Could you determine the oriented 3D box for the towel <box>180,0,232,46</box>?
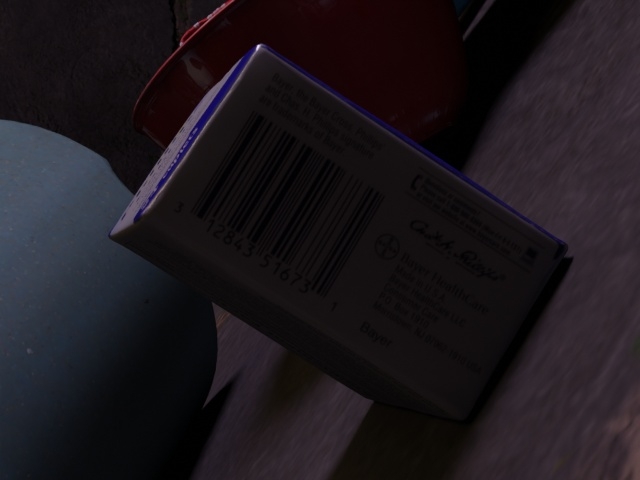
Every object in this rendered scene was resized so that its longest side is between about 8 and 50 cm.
[{"bbox_3d":[0.060,-0.180,0.878,0.275,0.031,0.199,-39,-9,23],"label":"towel"}]

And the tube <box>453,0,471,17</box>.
[{"bbox_3d":[0.120,-0.223,1.045,0.207,0.052,0.080,-51,10,-14],"label":"tube"}]

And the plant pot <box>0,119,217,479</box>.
[{"bbox_3d":[-0.237,0.114,0.904,0.341,0.341,0.334,-49,3,39],"label":"plant pot"}]

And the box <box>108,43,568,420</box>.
[{"bbox_3d":[0.000,0.000,0.584,0.072,0.126,0.137,-58,9,-9],"label":"box"}]

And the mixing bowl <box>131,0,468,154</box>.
[{"bbox_3d":[0.006,-0.070,0.820,0.181,0.098,0.181,-34,-8,-5],"label":"mixing bowl"}]
